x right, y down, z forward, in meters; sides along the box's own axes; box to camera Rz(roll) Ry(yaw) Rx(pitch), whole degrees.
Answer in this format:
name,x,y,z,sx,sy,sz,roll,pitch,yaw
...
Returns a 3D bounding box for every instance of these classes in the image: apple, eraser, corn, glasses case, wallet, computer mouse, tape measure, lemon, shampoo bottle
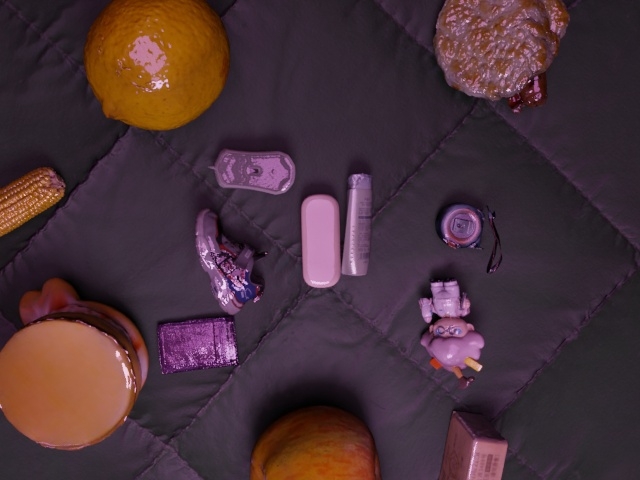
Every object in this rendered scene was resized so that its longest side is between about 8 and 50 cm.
name,x,y,z,sx,sy,sz,roll,pitch,yaw
apple,-0.011,0.483,1.089,0.302,0.301,0.301,0,95,-3
eraser,0.310,0.557,1.182,0.078,0.144,0.342,9,96,-6
corn,-0.628,-0.060,1.098,0.249,0.081,0.081,-31,96,-1
glasses case,0.000,0.000,1.156,0.083,0.050,0.196,0,95,-1
wallet,-0.261,0.222,1.171,0.166,0.030,0.111,-6,97,-2
computer mouse,-0.139,-0.142,1.132,0.182,0.056,0.089,5,94,4
tape measure,0.302,-0.013,1.118,0.107,0.179,0.104,6,111,-5
lemon,-0.294,-0.332,1.009,0.268,0.267,0.266,0,95,-3
shampoo bottle,0.078,-0.033,1.154,0.072,0.049,0.212,0,94,-44

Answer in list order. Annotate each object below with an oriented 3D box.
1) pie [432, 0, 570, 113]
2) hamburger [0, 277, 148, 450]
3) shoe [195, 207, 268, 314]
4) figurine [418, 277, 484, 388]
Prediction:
name,x,y,z,sx,sy,sz,roll,pitch,yaw
pie,0.361,-0.414,1.115,0.258,0.105,0.274,16,94,4
hamburger,-0.489,0.233,1.081,0.261,0.186,0.302,-39,106,2
shoe,-0.173,0.035,1.121,0.126,0.099,0.227,-16,101,6
figurine,0.275,0.191,1.165,0.138,0.112,0.228,-9,89,25
